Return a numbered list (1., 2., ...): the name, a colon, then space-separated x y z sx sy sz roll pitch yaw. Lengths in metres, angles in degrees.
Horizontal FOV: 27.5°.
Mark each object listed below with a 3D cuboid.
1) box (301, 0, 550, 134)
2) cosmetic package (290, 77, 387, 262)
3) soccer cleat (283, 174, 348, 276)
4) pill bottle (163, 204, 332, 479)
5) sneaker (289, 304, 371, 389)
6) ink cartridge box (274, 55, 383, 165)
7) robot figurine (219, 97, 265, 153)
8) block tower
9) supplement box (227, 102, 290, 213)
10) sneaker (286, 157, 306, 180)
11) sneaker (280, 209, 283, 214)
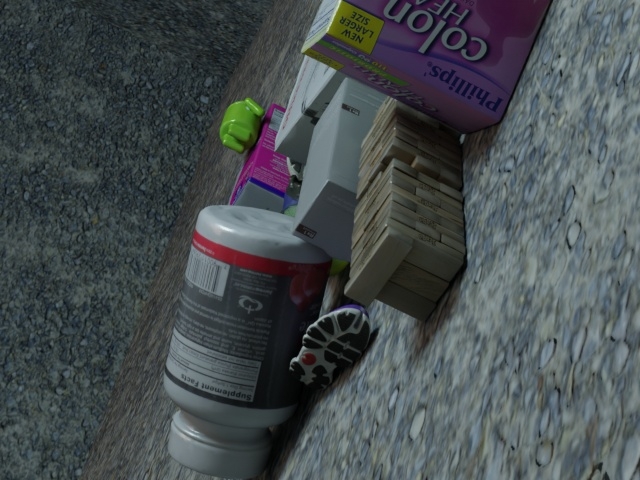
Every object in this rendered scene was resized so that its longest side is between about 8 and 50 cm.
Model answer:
1. box: 0.130 -0.275 1.436 0.243 0.213 0.117 -66 12 -7
2. cosmetic package: 0.051 -0.082 1.613 0.107 0.127 0.238 -56 16 34
3. soccer cleat: 0.001 0.000 1.827 0.289 0.093 0.121 -106 12 -66
4. pill bottle: -0.099 0.128 1.644 0.176 0.176 0.318 -116 39 -75
5. sneaker: 0.011 0.111 1.539 0.170 0.068 0.071 -49 14 55
6. ink cartridge box: 0.068 -0.257 1.889 0.307 0.129 0.223 -46 22 57
7. robot figurine: -0.140 -0.201 2.294 0.115 0.067 0.101 -81 16 -55
8. block tower: 0.096 -0.047 1.427 0.091 0.097 0.335 -58 12 32
9. supplement box: -0.078 -0.118 2.296 0.111 0.114 0.220 -54 14 42
10. sneaker: 0.006 -0.216 2.162 0.118 0.107 0.279 122 172 -74
11. sneaker: -0.052 0.003 2.002 0.132 0.086 0.228 -63 10 -5
